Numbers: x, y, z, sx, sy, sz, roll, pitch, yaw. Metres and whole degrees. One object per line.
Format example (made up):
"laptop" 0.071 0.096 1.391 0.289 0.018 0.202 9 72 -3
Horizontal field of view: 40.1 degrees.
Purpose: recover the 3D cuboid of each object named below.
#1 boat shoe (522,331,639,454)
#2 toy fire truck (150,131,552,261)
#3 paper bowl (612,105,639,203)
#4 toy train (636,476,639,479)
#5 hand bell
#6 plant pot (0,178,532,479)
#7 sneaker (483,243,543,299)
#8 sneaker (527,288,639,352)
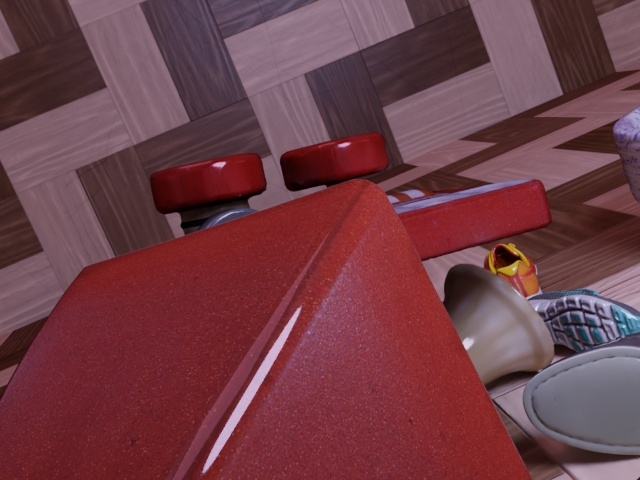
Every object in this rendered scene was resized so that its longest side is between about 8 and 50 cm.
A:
"boat shoe" 0.261 0.097 0.624 0.228 0.081 0.069 -11 11 20
"toy fire truck" 0.000 0.000 0.721 0.302 0.169 0.254 -13 3 -25
"paper bowl" 0.483 -0.104 0.964 0.284 0.148 0.284 -22 10 4
"toy train" 0.266 0.143 0.518 0.158 0.027 0.036 -15 2 38
"hand bell" 0.080 0.143 0.772 0.242 0.126 0.126 -41 16 -21
"plant pot" -0.057 0.161 0.534 0.267 0.267 0.235 -16 23 32
"sneaker" 0.228 0.028 1.057 0.064 0.067 0.175 -24 9 4
"sneaker" 0.250 0.069 0.831 0.076 0.065 0.166 -23 11 -26
